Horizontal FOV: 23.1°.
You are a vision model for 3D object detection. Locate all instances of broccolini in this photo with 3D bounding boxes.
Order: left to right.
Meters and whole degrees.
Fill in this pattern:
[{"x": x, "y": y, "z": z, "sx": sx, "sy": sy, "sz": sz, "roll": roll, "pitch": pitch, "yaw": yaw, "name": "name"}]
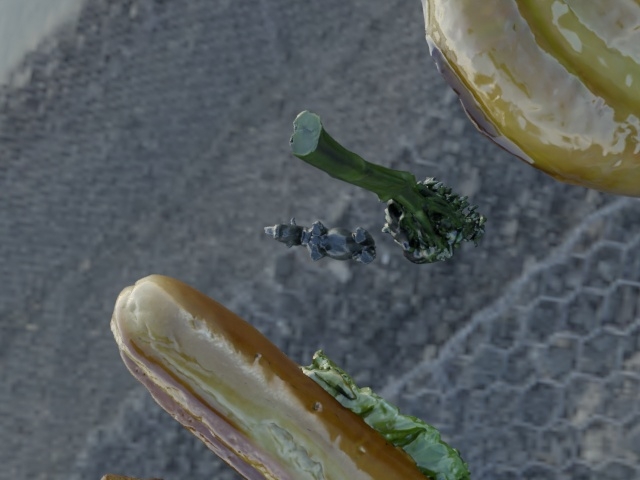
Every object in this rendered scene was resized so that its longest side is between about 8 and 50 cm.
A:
[{"x": 0.033, "y": -0.023, "z": 0.691, "sx": 0.044, "sy": 0.218, "sz": 0.042, "roll": -43, "pitch": 73, "yaw": 5, "name": "broccolini"}]

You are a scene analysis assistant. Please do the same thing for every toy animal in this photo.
[{"x": 0.000, "y": 0.000, "z": 1.849, "sx": 0.135, "sy": 0.065, "sz": 0.047, "roll": 6, "pitch": 93, "yaw": 4, "name": "toy animal"}]

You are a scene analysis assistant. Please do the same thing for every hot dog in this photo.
[{"x": -0.003, "y": 0.139, "z": 1.103, "sx": 0.337, "sy": 0.135, "sz": 0.100, "roll": 38, "pitch": 73, "yaw": 10, "name": "hot dog"}]

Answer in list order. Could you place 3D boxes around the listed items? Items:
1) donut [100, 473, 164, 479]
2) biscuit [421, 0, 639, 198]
[{"x": -0.137, "y": 0.279, "z": 1.344, "sx": 0.174, "sy": 0.190, "sz": 0.074, "roll": 44, "pitch": 94, "yaw": 14, "name": "donut"}, {"x": 0.213, "y": -0.171, "z": 1.059, "sx": 0.102, "sy": 0.296, "sz": 0.296, "roll": 133, "pitch": 133, "yaw": -64, "name": "biscuit"}]
